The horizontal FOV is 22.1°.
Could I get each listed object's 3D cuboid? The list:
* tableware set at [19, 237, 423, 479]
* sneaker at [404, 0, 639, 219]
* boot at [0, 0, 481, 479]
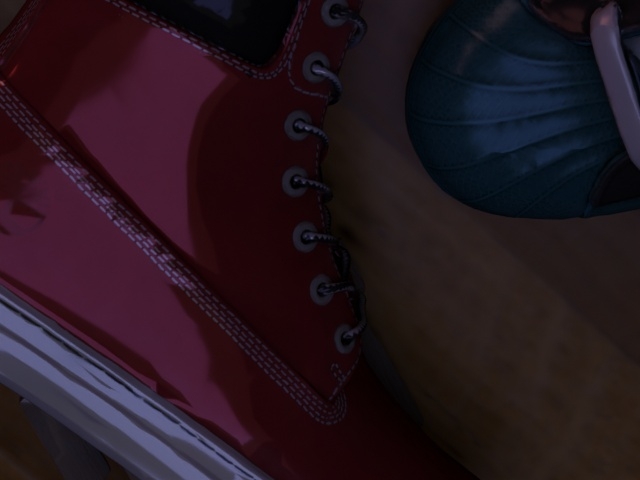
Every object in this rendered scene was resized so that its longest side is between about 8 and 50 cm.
[{"bbox_3d":[-0.057,0.012,0.575,0.128,0.039,0.194,-26,110,-1],"label":"tableware set"},{"bbox_3d":[0.167,-0.073,0.486,0.302,0.121,0.108,-18,105,10],"label":"sneaker"},{"bbox_3d":[0.000,0.000,0.516,0.244,0.088,0.176,36,97,-15],"label":"boot"}]
